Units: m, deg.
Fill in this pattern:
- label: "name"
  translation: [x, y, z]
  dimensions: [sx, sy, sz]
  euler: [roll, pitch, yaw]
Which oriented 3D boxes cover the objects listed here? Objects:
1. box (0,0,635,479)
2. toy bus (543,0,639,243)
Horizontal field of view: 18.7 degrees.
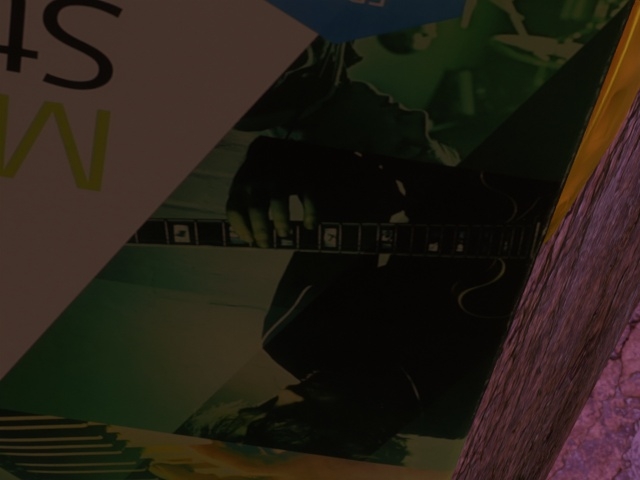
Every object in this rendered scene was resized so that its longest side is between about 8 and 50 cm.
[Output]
- label: "box"
  translation: [-0.055, -0.028, 0.515]
  dimensions: [0.322, 0.232, 0.058]
  euler: [104, -7, -48]
- label: "toy bus"
  translation: [-0.025, -0.084, 0.612]
  dimensions: [0.211, 0.220, 0.149]
  euler: [-19, 137, -60]
